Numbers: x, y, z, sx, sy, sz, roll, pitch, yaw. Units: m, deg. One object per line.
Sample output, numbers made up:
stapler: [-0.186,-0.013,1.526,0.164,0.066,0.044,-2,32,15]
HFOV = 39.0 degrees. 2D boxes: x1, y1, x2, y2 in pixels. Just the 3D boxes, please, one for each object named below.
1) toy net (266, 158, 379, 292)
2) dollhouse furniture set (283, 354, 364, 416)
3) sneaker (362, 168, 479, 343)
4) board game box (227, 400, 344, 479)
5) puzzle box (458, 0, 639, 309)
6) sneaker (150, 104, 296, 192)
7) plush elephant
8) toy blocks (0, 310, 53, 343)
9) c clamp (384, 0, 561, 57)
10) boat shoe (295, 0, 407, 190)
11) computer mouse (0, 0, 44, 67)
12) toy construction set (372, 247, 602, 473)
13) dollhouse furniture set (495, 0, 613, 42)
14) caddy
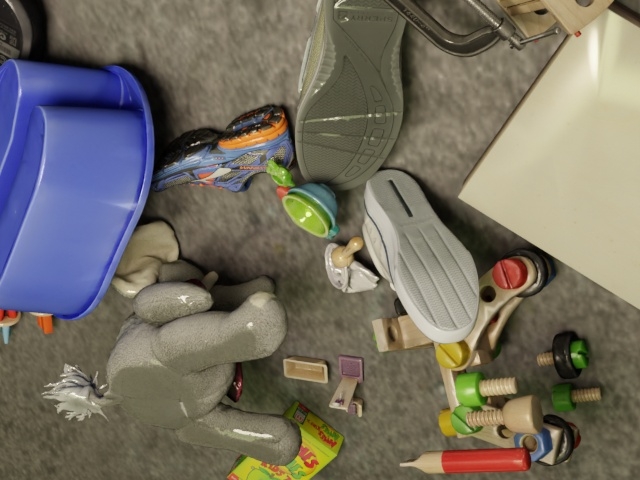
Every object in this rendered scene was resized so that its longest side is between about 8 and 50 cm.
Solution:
toy net: [0.000,0.000,1.117,0.122,0.045,0.232,22,153,36]
dollhouse furniture set: [-0.003,0.216,1.266,0.114,0.081,0.091,7,121,16]
sneaker: [0.113,0.028,1.037,0.094,0.258,0.091,-8,135,-9]
board game box: [-0.055,0.331,1.375,0.092,0.043,0.181,38,124,-4]
puzzle box: [0.393,-0.048,0.987,0.409,0.052,0.272,32,124,-1]
sneaker: [-0.127,-0.093,1.133,0.221,0.083,0.087,-13,122,29]
plush elephant: [-0.167,0.120,1.186,0.330,0.255,0.272,-4,127,13]
toy blocks: [-0.453,0.103,1.377,0.123,0.054,0.148,17,123,10]
c clamp: [0.132,-0.229,0.870,0.160,0.022,0.137,33,160,-17]
boat shoe: [0.036,-0.201,1.009,0.118,0.103,0.320,4,127,-2]
computer mouse: [-0.422,-0.244,1.160,0.188,0.072,0.272,33,137,-3]
toy construction set: [0.161,0.165,1.062,0.237,0.309,0.257,-11,107,30]
dollhouse furniture set: [0.252,-0.301,0.870,0.183,0.129,0.129,-43,101,3]
caddy: [-0.321,-0.060,1.121,0.241,0.179,0.341,51,122,38]
